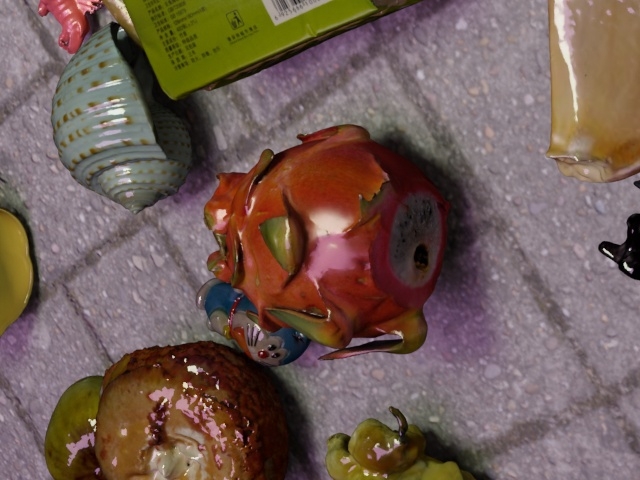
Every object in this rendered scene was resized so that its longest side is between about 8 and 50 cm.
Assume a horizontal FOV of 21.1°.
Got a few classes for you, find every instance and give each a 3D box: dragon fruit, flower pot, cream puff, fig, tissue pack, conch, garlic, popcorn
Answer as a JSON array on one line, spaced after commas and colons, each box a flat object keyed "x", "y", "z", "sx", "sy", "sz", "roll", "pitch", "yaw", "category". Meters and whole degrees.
[{"x": 0.005, "y": 0.001, "z": 1.647, "sx": 0.227, "sy": 0.224, "sz": 0.224, "roll": -5, "pitch": 107, "yaw": 44, "category": "dragon fruit"}, {"x": -0.472, "y": 0.026, "z": 2.059, "sx": 0.179, "sy": 0.195, "sz": 0.195, "roll": 18, "pitch": 121, "yaw": 45, "category": "flower pot"}, {"x": -0.140, "y": 0.214, "z": 1.893, "sx": 0.240, "sy": 0.164, "sz": 0.240, "roll": 12, "pitch": 121, "yaw": 20, "category": "cream puff"}, {"x": -0.257, "y": 0.236, "z": 2.017, "sx": 0.136, "sy": 0.121, "sz": 0.153, "roll": -2, "pitch": 90, "yaw": 0, "category": "fig"}, {"x": -0.042, "y": -0.272, "z": 1.586, "sx": 0.275, "sy": 0.167, "sz": 0.200, "roll": -18, "pitch": 97, "yaw": 43, "category": "tissue pack"}, {"x": -0.221, "y": -0.124, "z": 1.802, "sx": 0.131, "sy": 0.172, "sz": 0.200, "roll": -31, "pitch": 70, "yaw": 10, "category": "conch"}, {"x": 0.243, "y": -0.172, "z": 1.413, "sx": 0.145, "sy": 0.164, "sz": 0.245, "roll": 9, "pitch": 111, "yaw": 54, "category": "garlic"}, {"x": 0.095, "y": 0.275, "z": 1.749, "sx": 0.168, "sy": 0.173, "sz": 0.195, "roll": -9, "pitch": 77, "yaw": 4, "category": "popcorn"}]

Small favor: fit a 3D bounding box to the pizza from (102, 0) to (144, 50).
[{"x": -0.189, "y": -0.309, "z": 1.755, "sx": 0.134, "sy": 0.056, "sz": 0.271, "roll": -2, "pitch": 106, "yaw": 30, "category": "pizza"}]

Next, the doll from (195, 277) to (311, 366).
[{"x": -0.066, "y": 0.085, "z": 1.828, "sx": 0.152, "sy": 0.085, "sz": 0.114, "roll": 19, "pitch": 144, "yaw": 42, "category": "doll"}]

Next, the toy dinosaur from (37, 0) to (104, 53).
[{"x": -0.272, "y": -0.340, "z": 1.815, "sx": 0.139, "sy": 0.070, "sz": 0.286, "roll": -1, "pitch": 106, "yaw": 28, "category": "toy dinosaur"}]

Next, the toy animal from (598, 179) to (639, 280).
[{"x": 0.341, "y": -0.047, "z": 1.465, "sx": 0.210, "sy": 0.121, "sz": 0.117, "roll": -51, "pitch": 31, "yaw": 24, "category": "toy animal"}]
